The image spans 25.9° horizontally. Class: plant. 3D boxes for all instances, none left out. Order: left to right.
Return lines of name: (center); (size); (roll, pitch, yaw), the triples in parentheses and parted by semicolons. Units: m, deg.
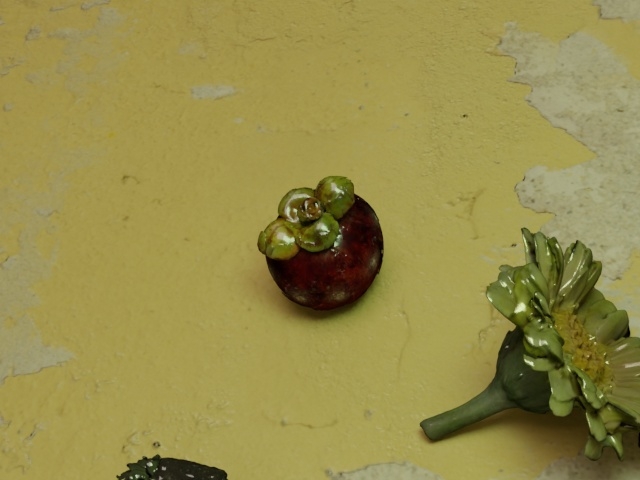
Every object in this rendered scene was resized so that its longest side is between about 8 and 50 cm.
plant: (-0.181, 0.305, 1.666); (0.143, 0.094, 0.092); (-1, 60, 6)
plant: (0.287, 0.163, 1.632); (0.261, 0.306, 0.297); (30, 98, 20)

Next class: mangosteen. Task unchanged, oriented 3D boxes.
mangosteen: (0.000, 0.000, 1.829); (0.166, 0.180, 0.166); (-11, 52, 14)
